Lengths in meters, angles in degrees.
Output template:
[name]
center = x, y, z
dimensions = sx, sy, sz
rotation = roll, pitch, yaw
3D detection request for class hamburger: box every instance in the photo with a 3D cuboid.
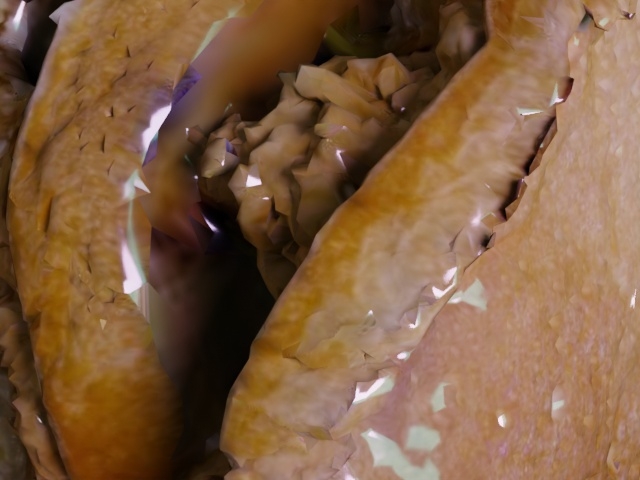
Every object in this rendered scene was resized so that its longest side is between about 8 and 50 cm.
[hamburger]
center = 0.011, -0.001, 0.517
dimensions = 0.245, 0.211, 0.261
rotation = -26, 118, -42
